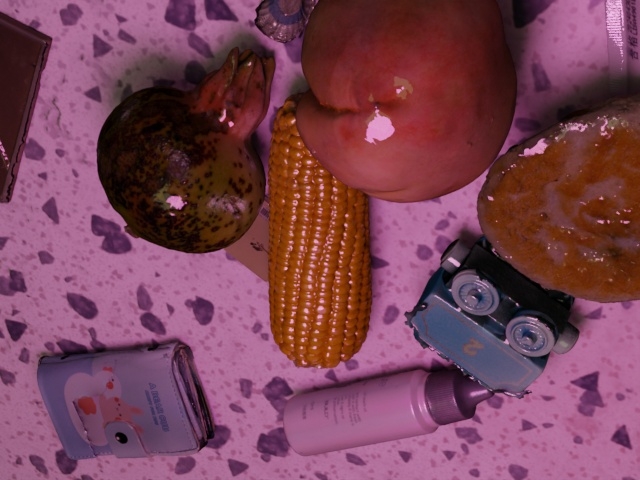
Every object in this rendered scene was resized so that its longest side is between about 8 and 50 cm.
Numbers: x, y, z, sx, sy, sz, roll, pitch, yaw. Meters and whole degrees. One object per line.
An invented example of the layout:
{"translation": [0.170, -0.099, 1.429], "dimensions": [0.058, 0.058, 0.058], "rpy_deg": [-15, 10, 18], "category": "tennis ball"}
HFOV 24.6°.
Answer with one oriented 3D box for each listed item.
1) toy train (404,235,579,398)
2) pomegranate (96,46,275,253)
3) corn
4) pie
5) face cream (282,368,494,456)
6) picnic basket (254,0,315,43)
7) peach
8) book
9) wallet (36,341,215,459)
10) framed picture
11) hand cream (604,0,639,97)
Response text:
{"translation": [0.223, 0.095, 1.875], "dimensions": [0.203, 0.112, 0.163], "rpy_deg": [37, 133, -1], "category": "toy train"}
{"translation": [-0.160, -0.122, 1.876], "dimensions": [0.222, 0.276, 0.204], "rpy_deg": [33, 168, -19], "category": "pomegranate"}
{"translation": [0.000, 0.000, 1.888], "dimensions": [0.144, 0.144, 0.387], "rpy_deg": [11, 122, 16], "category": "corn"}
{"translation": [0.336, -0.046, 1.726], "dimensions": [0.323, 0.070, 0.323], "rpy_deg": [1, 134, 1], "category": "pie"}
{"translation": [0.098, 0.231, 2.018], "dimensions": [0.311, 0.092, 0.092], "rpy_deg": [-15, 112, 31], "category": "face cream"}
{"translation": [-0.045, -0.281, 1.791], "dimensions": [0.065, 0.083, 0.083], "rpy_deg": [33, 171, 0], "category": "picnic basket"}
{"translation": [0.100, -0.182, 1.648], "dimensions": [0.247, 0.292, 0.292], "rpy_deg": [6, 123, 2], "category": "peach"}
{"translation": [-0.075, -0.001, 1.997], "dimensions": [0.077, 0.014, 0.111], "rpy_deg": [39, 126, -1], "category": "book"}
{"translation": [-0.292, 0.243, 2.204], "dimensions": [0.250, 0.075, 0.176], "rpy_deg": [-7, 110, 26], "category": "wallet"}
{"translation": [-0.499, -0.208, 2.048], "dimensions": [0.213, 0.016, 0.289], "rpy_deg": [27, 126, 5], "category": "framed picture"}
{"translation": [0.483, -0.219, 1.584], "dimensions": [0.359, 0.118, 0.185], "rpy_deg": [8, 128, 27], "category": "hand cream"}
